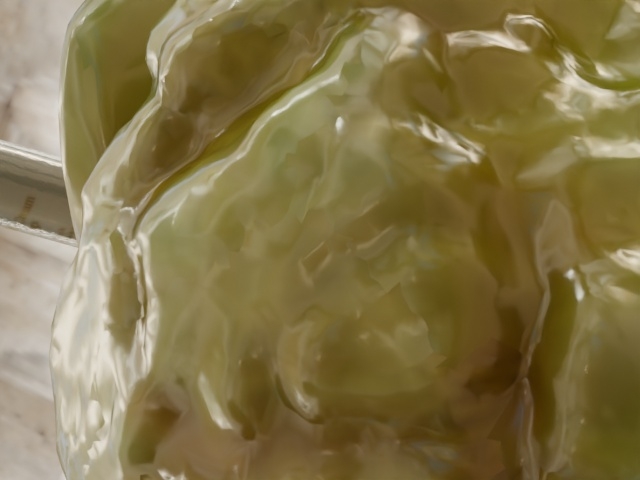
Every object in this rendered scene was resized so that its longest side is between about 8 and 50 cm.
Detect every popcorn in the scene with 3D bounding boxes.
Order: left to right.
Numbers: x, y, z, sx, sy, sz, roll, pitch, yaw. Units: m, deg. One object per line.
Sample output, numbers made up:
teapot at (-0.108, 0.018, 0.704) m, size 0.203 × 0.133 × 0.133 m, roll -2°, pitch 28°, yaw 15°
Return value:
popcorn at (0.090, 0.013, 0.586) m, size 0.334 × 0.293 × 0.292 m, roll 17°, pitch -98°, yaw -48°

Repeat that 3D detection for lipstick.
lipstick at (-0.122, -0.011, 1.305) m, size 0.264 × 0.059 × 0.059 m, roll 16°, pitch -84°, yaw -27°
